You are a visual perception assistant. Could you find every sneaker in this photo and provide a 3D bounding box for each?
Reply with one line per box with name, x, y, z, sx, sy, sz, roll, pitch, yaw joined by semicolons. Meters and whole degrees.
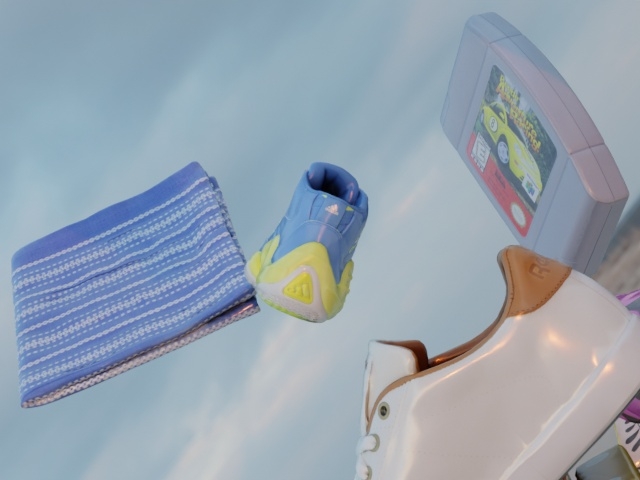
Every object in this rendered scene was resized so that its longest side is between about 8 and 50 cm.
sneaker;0.045;0.127;0.857;0.290;0.123;0.106;-50;-2;1
sneaker;0.000;0.000;1.365;0.240;0.091;0.126;-143;78;-82

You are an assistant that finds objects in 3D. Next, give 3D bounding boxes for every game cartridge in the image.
game cartridge;0.232;-0.107;1.793;0.060;0.294;0.196;-15;-35;-25

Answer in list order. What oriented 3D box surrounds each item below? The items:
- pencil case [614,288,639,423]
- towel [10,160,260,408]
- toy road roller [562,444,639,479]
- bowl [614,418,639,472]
pencil case;0.238;0.073;0.964;0.095;0.098;0.209;-59;15;-12
towel;-0.196;0.034;1.595;0.243;0.040;0.336;-25;26;-2
toy road roller;0.247;0.225;1.296;0.240;0.329;0.202;-30;1;5
bowl;0.346;0.189;1.483;0.080;0.170;0.170;-29;2;27
